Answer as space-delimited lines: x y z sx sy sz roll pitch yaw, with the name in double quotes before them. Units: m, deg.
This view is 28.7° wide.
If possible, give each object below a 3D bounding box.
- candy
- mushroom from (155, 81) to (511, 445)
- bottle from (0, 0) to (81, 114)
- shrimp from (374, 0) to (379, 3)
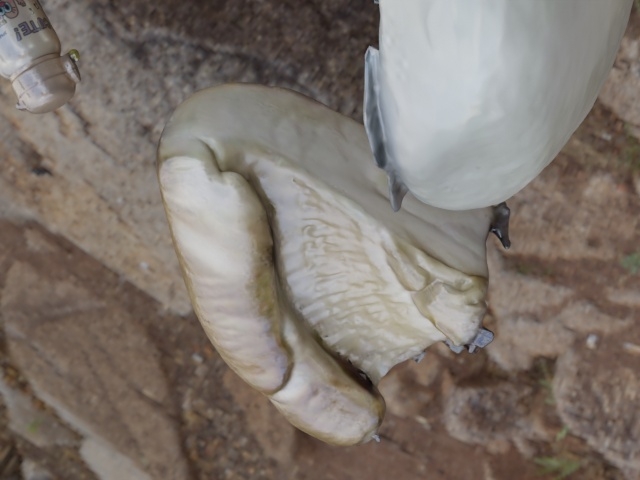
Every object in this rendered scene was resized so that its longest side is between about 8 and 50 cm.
"candy" 0.117 -0.201 0.824 0.186 0.427 0.386 1 106 14
"mushroom" -0.038 0.018 1.341 0.397 0.224 0.313 29 125 -23
"bottle" -0.401 -0.275 1.692 0.209 0.110 0.097 60 179 2
"shrimp" 0.056 -0.271 1.314 0.190 0.042 0.101 20 -175 -9
